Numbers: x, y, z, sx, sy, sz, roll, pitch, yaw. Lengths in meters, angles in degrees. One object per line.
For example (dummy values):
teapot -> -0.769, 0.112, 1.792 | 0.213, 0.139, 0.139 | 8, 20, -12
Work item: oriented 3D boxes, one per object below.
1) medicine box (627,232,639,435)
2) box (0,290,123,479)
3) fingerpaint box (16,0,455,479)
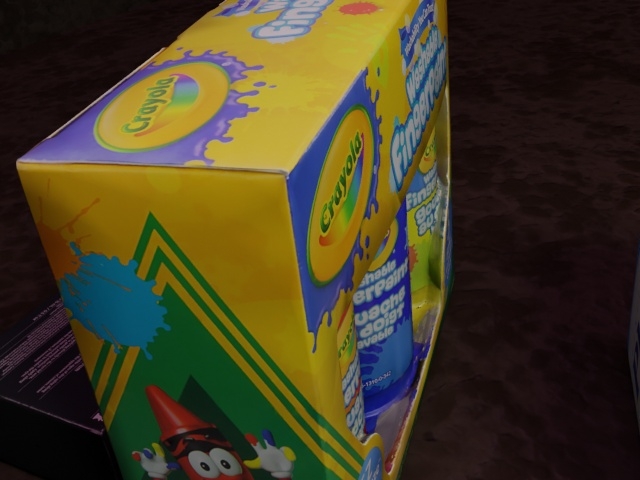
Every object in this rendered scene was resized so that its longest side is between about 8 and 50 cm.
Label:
medicine box -> 0.317, 0.069, 0.579 | 0.149, 0.263, 0.289 | 1, 33, 13
box -> -0.176, 0.106, 0.778 | 0.184, 0.103, 0.261 | 9, 35, 30
fingerpaint box -> 0.000, 0.000, 0.658 | 0.163, 0.371, 0.445 | 4, 33, 18
